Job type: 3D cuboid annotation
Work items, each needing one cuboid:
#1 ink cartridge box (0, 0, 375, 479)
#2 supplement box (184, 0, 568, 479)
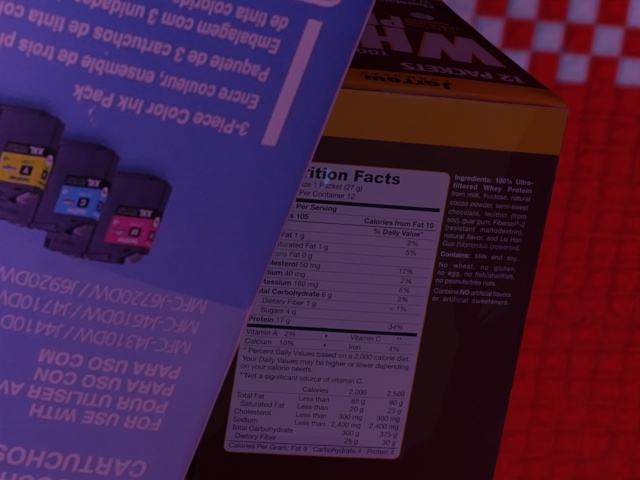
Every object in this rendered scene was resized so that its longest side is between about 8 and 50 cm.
[{"bbox_3d":[-0.123,-0.032,0.724,0.151,0.270,0.395,12,114,-21],"label":"ink cartridge box"},{"bbox_3d":[0.000,0.000,0.828,0.129,0.191,0.194,4,110,-16],"label":"supplement box"}]
